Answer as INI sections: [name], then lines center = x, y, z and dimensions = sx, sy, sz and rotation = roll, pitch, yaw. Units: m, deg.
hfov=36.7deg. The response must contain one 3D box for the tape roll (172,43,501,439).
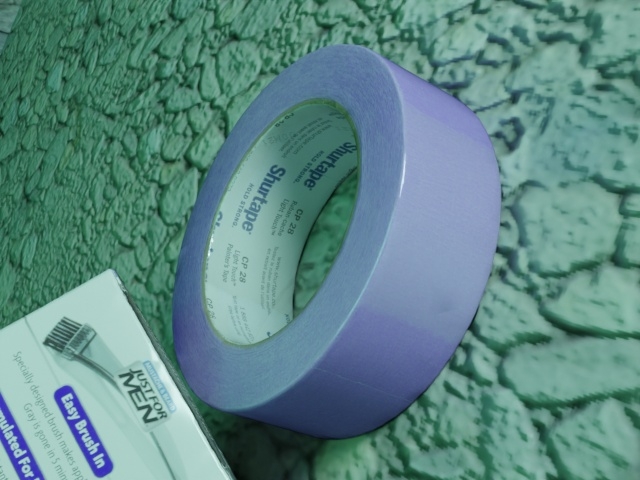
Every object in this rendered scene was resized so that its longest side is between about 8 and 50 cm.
[tape roll]
center = 0.000, 0.000, 0.703
dimensions = 0.275, 0.090, 0.274
rotation = -34, 44, 41

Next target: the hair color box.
[hair color box]
center = -0.239, 0.188, 0.654
dimensions = 0.339, 0.110, 0.185
rotation = -30, 72, -9
